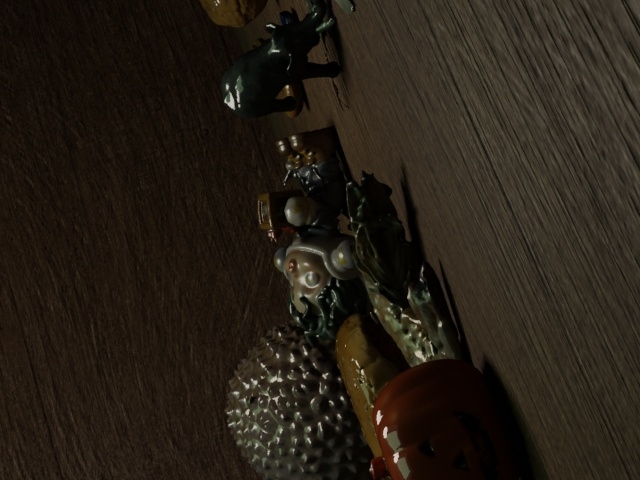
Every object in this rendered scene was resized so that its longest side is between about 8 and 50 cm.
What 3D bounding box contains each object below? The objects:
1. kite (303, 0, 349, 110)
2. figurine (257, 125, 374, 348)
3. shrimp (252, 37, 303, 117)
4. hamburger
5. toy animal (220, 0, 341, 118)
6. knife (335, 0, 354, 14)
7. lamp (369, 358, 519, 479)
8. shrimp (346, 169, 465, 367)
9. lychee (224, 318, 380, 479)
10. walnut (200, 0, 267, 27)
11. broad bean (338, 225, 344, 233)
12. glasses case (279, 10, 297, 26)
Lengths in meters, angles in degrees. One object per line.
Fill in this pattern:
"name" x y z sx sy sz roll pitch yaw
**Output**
"kite" -0.001 -0.299 1.777 0.127 0.016 0.229 74 177 -82
"figurine" 0.000 0.000 2.124 0.261 0.186 0.382 180 76 -75
"shrimp" -0.094 -0.365 2.502 0.287 0.063 0.152 -117 10 -45
"hamburger" 0.116 0.247 1.951 0.259 0.145 0.283 -175 60 -83
"toy animal" -0.040 -0.255 1.686 0.269 0.137 0.082 -41 71 38
"knife" -0.002 -0.343 1.518 0.298 0.017 0.047 -113 11 -53
"lamp" 0.133 0.233 1.375 0.187 0.164 0.187 159 90 -89
"shrimp" 0.114 0.067 1.550 0.247 0.085 0.360 46 160 60
"lychee" 0.007 0.328 2.430 0.432 0.380 0.380 112 142 -56
"walnut" -0.171 -0.495 2.282 0.184 0.155 0.155 77 173 -49
"broad bean" 0.070 0.083 2.526 0.318 0.056 0.098 85 172 -56
"glasses case" -0.053 -0.377 2.093 0.083 0.023 0.033 -125 21 -72
